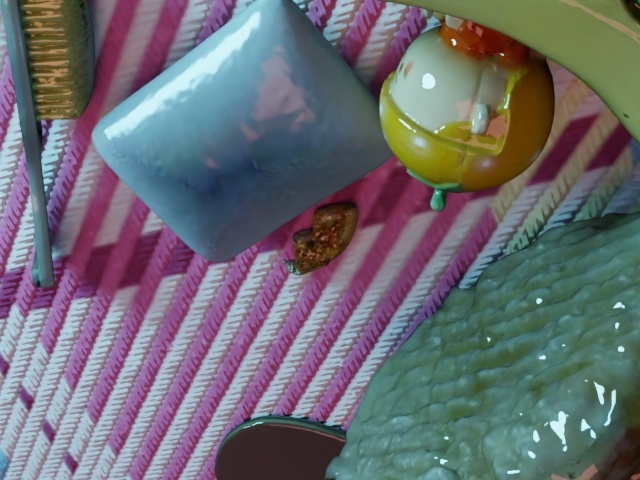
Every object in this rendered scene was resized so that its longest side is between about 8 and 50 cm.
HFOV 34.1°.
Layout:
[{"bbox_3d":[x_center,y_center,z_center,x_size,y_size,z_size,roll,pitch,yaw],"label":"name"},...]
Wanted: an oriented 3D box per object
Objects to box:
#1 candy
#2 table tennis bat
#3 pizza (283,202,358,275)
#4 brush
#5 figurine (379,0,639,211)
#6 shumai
[{"bbox_3d":[-0.051,-0.070,0.703,0.174,0.071,0.138,-32,116,23],"label":"candy"},{"bbox_3d":[0.026,0.225,0.932,0.246,0.022,0.138,19,126,-2],"label":"table tennis bat"},{"bbox_3d":[0.000,0.000,0.778,0.037,0.016,0.083,39,123,-10],"label":"pizza"},{"bbox_3d":[-0.184,-0.087,0.727,0.060,0.068,0.297,-6,130,-14],"label":"brush"},{"bbox_3d":[0.113,-0.122,0.617,0.324,0.124,0.222,14,129,-1],"label":"figurine"},{"bbox_3d":[0.201,0.148,0.697,0.262,0.267,0.314,39,127,-16],"label":"shumai"}]
